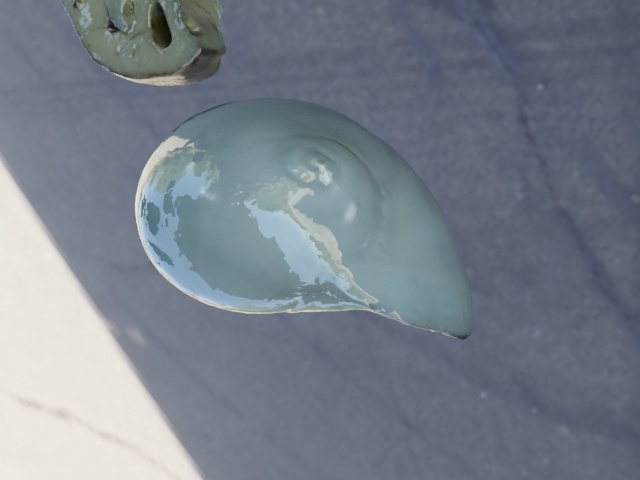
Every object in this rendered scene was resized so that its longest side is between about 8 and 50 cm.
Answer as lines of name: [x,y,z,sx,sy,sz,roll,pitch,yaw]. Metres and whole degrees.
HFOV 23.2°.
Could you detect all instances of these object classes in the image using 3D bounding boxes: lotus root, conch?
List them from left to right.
lotus root: [-0.192,-0.264,1.650,0.119,0.138,0.235,24,-134,-74]
conch: [0.002,-0.004,0.857,0.185,0.121,0.221,44,-166,26]
